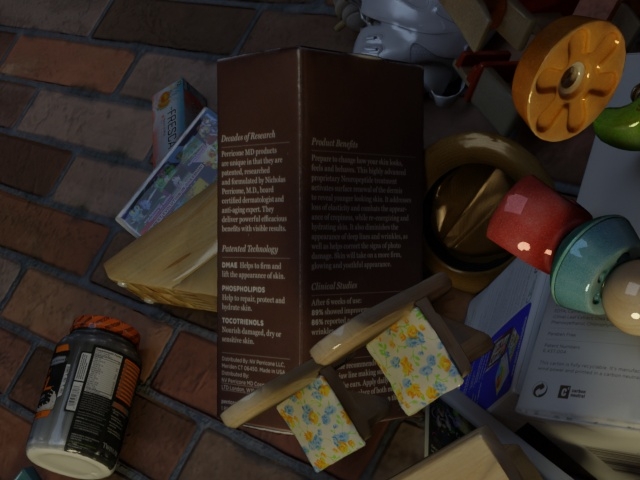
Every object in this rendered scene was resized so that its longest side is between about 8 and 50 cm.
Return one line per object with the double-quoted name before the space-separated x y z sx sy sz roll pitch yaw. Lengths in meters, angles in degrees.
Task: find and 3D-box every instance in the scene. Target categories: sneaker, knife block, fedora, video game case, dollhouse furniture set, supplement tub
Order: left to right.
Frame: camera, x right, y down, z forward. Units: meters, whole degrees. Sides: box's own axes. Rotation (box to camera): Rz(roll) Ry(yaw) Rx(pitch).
"supplement tub" -0.297 0.199 1.570 0.117 0.117 0.190 -11 54 35
"video game case" -0.153 -0.054 1.650 0.183 0.023 0.201 38 89 26
"knife block" -0.113 -0.030 1.562 0.275 0.088 0.242 7 70 28
"dollhouse furniture set" 0.016 0.295 1.018 0.394 0.256 0.362 -39 80 40
"sneaker" 0.057 -0.308 1.542 0.366 0.137 0.210 24 81 17
"fedora" 0.180 -0.036 1.333 0.194 0.194 0.079 -11 15 35
"video game case" 0.159 0.241 1.132 0.022 0.173 0.190 -18 33 -27
"dollhouse furniture set" 0.244 -0.250 1.335 0.135 0.262 0.259 62 144 36

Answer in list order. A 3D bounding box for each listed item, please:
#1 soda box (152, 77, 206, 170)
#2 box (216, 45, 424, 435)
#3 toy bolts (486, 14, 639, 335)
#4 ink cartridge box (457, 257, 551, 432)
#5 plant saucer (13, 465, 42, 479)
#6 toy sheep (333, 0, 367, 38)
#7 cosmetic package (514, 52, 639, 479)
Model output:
"soda box" -0.202 -0.146 1.776 0.063 0.058 0.183 -27 48 23
"box" 0.000 0.000 1.284 0.143 0.191 0.381 3 91 44
"toy bolts" 0.241 -0.043 0.950 0.158 0.218 0.228 42 108 40
"ink cartridge box" 0.184 0.106 1.216 0.208 0.045 0.206 -53 13 57
"plant saucer" -0.435 0.389 1.627 0.192 0.018 0.067 -53 42 -1
"toy sheep" 0.057 -0.323 1.664 0.091 0.091 0.132 -18 65 31
"cosmetic package" 0.323 0.029 1.103 0.155 0.197 0.365 3 65 42
